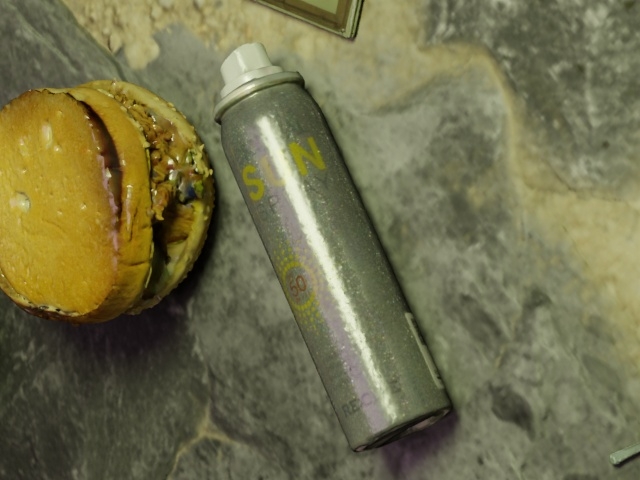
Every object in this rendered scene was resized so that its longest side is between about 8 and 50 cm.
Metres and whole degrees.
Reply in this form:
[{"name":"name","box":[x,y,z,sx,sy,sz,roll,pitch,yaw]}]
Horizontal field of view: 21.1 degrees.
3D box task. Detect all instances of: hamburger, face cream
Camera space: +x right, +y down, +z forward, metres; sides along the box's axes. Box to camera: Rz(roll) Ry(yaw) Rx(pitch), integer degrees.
[{"name":"hamburger","box":[-0.165,-0.023,1.261,0.182,0.118,0.191,34,115,38]},{"name":"face cream","box":[0.000,0.000,1.142,0.073,0.073,0.283,-35,73,40]}]

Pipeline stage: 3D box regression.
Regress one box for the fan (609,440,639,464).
[{"name":"fan","box":[0.218,0.103,1.004,0.133,0.005,0.085,-39,71,38]}]

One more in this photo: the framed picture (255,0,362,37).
[{"name":"framed picture","box":[-0.016,-0.270,1.158,0.173,0.010,0.231,28,115,36]}]
